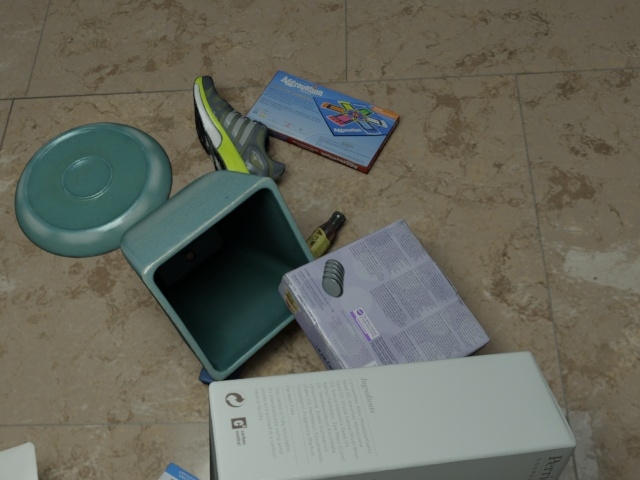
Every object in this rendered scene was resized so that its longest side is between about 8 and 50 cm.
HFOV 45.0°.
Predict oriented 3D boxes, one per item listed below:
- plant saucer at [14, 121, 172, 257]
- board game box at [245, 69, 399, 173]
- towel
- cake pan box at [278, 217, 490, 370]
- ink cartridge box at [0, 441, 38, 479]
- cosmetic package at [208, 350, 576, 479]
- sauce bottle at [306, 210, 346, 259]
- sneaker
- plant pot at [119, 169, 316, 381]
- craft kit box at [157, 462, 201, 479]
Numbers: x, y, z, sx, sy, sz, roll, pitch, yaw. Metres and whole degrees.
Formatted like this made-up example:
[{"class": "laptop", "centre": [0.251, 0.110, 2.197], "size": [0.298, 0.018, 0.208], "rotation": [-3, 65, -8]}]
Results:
[{"class": "plant saucer", "centre": [-0.452, -0.115, 1.517], "size": [0.318, 0.043, 0.317], "rotation": [-2, 60, 4]}, {"class": "board game box", "centre": [0.001, -0.242, 1.555], "size": [0.281, 0.027, 0.145], "rotation": [24, 67, 18]}, {"class": "towel", "centre": [-0.158, 0.196, 1.318], "size": [0.067, 0.029, 0.119], "rotation": [14, 61, 15]}, {"class": "cake pan box", "centre": [0.103, 0.122, 1.225], "size": [0.246, 0.070, 0.267], "rotation": [-27, 72, -25]}, {"class": "ink cartridge box", "centre": [-0.468, 0.500, 1.121], "size": [0.207, 0.119, 0.353], "rotation": [-17, 61, -6]}, {"class": "cosmetic package", "centre": [0.081, 0.300, 1.052], "size": [0.453, 0.230, 0.161], "rotation": [-4, 43, -11]}, {"class": "sauce bottle", "centre": [0.000, 0.000, 1.409], "size": [0.042, 0.042, 0.128], "rotation": [28, 65, 20]}, {"class": "sneaker", "centre": [-0.168, -0.208, 1.520], "size": [0.121, 0.111, 0.300], "rotation": [-19, 65, -17]}, {"class": "plant pot", "centre": [-0.187, 0.030, 1.293], "size": [0.248, 0.247, 0.252], "rotation": [-39, 35, -18]}, {"class": "craft kit box", "centre": [-0.179, 0.472, 1.062], "size": [0.250, 0.061, 0.246], "rotation": [25, 51, 20]}]
